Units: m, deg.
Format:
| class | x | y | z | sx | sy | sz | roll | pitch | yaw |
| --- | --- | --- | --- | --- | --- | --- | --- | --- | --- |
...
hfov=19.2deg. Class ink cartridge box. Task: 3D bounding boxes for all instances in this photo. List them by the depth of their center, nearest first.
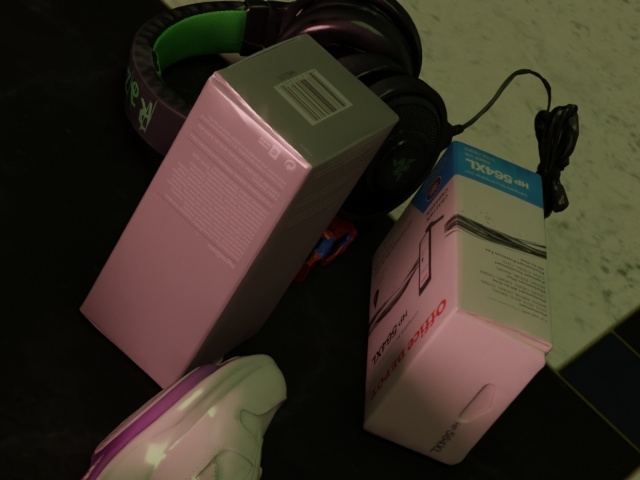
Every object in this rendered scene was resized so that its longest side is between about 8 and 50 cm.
| class | x | y | z | sx | sy | sz | roll | pitch | yaw |
| --- | --- | --- | --- | --- | --- | --- | --- | --- | --- |
| ink cartridge box | 0.104 | 0.047 | 1.457 | 0.086 | 0.148 | 0.203 | 23 | 37 | -15 |

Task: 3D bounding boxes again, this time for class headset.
| class | x | y | z | sx | sy | sz | roll | pitch | yaw |
| --- | --- | --- | --- | --- | --- | --- | --- | --- | --- |
| headset | 0.028 | -0.096 | 1.603 | 0.394 | 0.185 | 0.243 | 3 | 34 | -12 |

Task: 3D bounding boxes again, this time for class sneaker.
| class | x | y | z | sx | sy | sz | roll | pitch | yaw |
| --- | --- | --- | --- | --- | --- | --- | --- | --- | --- |
| sneaker | -0.092 | 0.189 | 1.206 | 0.152 | 0.114 | 0.305 | 47 | 40 | -5 |

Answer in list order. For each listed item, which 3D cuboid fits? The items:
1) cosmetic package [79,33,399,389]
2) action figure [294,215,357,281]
| class | x | y | z | sx | sy | sz | roll | pitch | yaw |
| --- | --- | --- | --- | --- | --- | --- | --- | --- | --- |
| cosmetic package | -0.060 | -0.017 | 1.336 | 0.107 | 0.238 | 0.127 | 44 | 35 | 10 |
| action figure | 0.000 | 0.000 | 1.535 | 0.038 | 0.030 | 0.115 | 44 | 33 | 6 |
